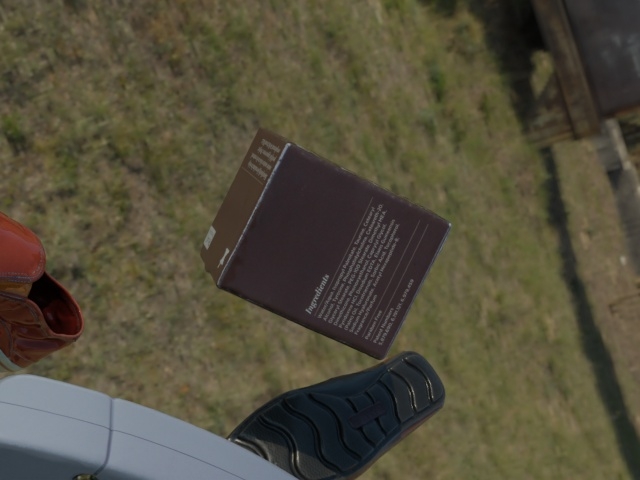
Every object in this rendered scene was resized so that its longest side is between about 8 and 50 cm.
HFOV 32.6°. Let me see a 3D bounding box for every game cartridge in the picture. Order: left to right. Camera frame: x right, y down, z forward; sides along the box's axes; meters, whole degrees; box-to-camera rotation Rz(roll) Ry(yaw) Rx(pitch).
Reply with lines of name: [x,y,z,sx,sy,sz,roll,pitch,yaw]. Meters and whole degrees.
game cartridge: [-0.105,0.189,0.643,0.297,0.198,0.062,34,26,-29]

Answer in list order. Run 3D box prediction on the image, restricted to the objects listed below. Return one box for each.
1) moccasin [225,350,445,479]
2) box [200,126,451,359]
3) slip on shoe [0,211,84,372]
moccasin: [0.002,0.242,1.378,0.139,0.147,0.380,53,37,9]
box: [0.000,0.000,1.192,0.203,0.167,0.168,25,5,-17]
slip on shoe: [-0.306,0.011,0.996,0.331,0.101,0.123,73,0,-54]
